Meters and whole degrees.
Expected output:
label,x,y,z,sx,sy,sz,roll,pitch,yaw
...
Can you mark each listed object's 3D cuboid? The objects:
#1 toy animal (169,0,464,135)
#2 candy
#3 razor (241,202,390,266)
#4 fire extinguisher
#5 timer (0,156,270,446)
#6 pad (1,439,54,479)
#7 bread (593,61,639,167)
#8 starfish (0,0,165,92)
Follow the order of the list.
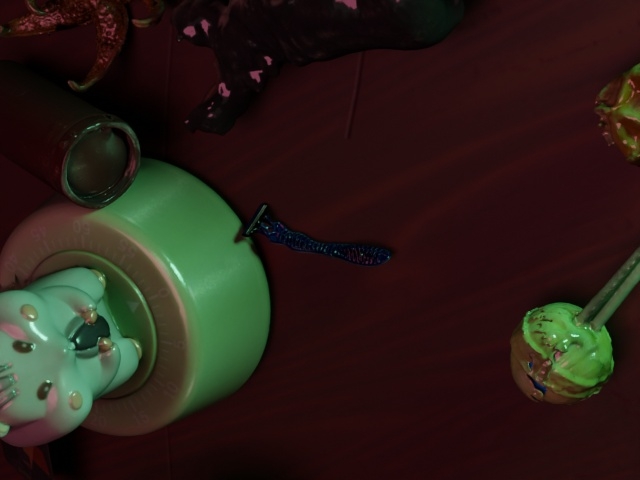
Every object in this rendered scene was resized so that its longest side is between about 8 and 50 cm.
label,x,y,z,sx,sy,sz,roll,pitch,yaw
toy animal,-0.021,-0.219,1.429,0.343,0.106,0.168,-18,107,39
candy,0.277,0.025,1.364,0.335,0.092,0.093,-55,52,34
razor,0.000,0.003,1.550,0.155,0.044,0.028,15,146,21
fire extinguisher,-0.300,-0.120,1.587,0.269,0.105,0.104,31,124,42
timer,-0.245,0.094,1.549,0.291,0.315,0.290,10,113,25
pad,-0.347,0.198,1.780,0.143,0.003,0.211,31,135,46
bread,0.343,-0.157,1.256,0.098,0.087,0.269,51,125,4
starfish,-0.241,-0.231,1.561,0.190,0.074,0.146,-23,98,35
